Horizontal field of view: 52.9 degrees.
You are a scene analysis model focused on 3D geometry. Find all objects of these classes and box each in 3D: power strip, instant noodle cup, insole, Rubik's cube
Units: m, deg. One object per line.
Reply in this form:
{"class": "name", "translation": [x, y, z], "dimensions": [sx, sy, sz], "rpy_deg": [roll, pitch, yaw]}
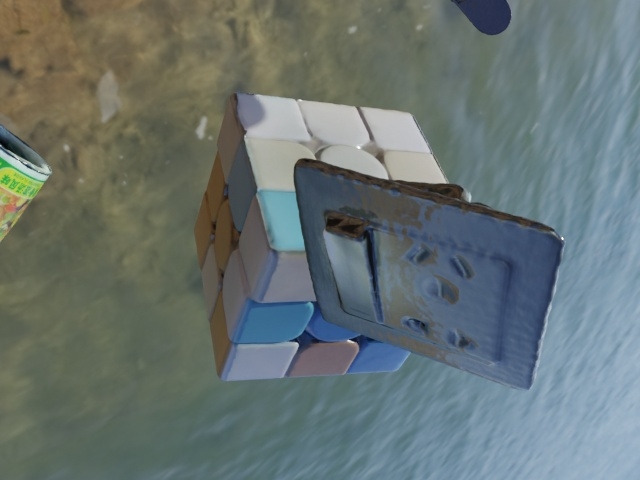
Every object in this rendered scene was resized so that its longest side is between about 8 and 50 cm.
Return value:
{"class": "power strip", "translation": [0.106, 0.027, 0.649], "dimensions": [0.257, 0.251, 0.092], "rpy_deg": [79, 31, -48]}
{"class": "instant noodle cup", "translation": [-0.510, -0.057, 0.884], "dimensions": [0.232, 0.207, 0.207], "rpy_deg": [-48, 148, 0]}
{"class": "insole", "translation": [0.274, -0.558, 1.333], "dimensions": [0.111, 0.328, 0.007], "rpy_deg": [-43, 180, 22]}
{"class": "Rubik's cube", "translation": [0.000, 0.000, 1.082], "dimensions": [0.347, 0.346, 0.344], "rpy_deg": [2, 139, -22]}
